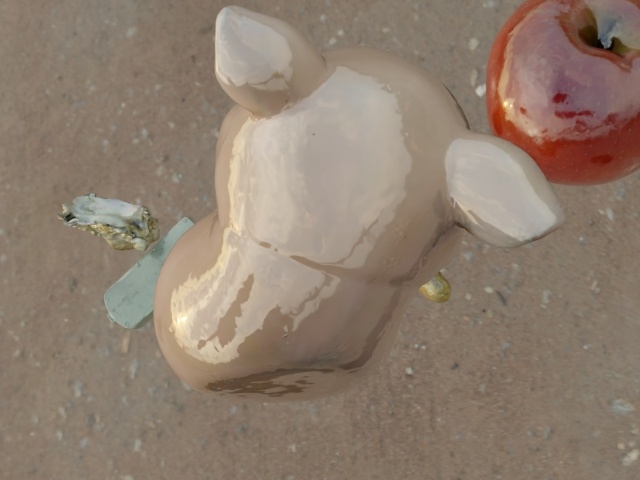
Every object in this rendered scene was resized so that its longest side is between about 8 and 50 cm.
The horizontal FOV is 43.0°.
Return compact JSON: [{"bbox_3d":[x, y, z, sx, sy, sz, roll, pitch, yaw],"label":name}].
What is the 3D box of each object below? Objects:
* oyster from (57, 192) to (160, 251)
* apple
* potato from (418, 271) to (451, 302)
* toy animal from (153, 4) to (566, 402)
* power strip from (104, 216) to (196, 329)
[{"bbox_3d":[-0.336,-0.019,1.314,0.191,0.163,0.081,27,113,58],"label":"oyster"},{"bbox_3d":[0.341,-0.195,1.046,0.261,0.216,0.260,0,59,1],"label":"apple"},{"bbox_3d":[0.157,0.058,1.180,0.040,0.051,0.083,-37,55,-18],"label":"potato"},{"bbox_3d":[-0.009,0.002,0.449,0.250,0.167,0.154,120,157,-44],"label":"toy animal"},{"bbox_3d":[-0.247,0.049,1.285,0.227,0.029,0.080,-43,74,1],"label":"power strip"}]
